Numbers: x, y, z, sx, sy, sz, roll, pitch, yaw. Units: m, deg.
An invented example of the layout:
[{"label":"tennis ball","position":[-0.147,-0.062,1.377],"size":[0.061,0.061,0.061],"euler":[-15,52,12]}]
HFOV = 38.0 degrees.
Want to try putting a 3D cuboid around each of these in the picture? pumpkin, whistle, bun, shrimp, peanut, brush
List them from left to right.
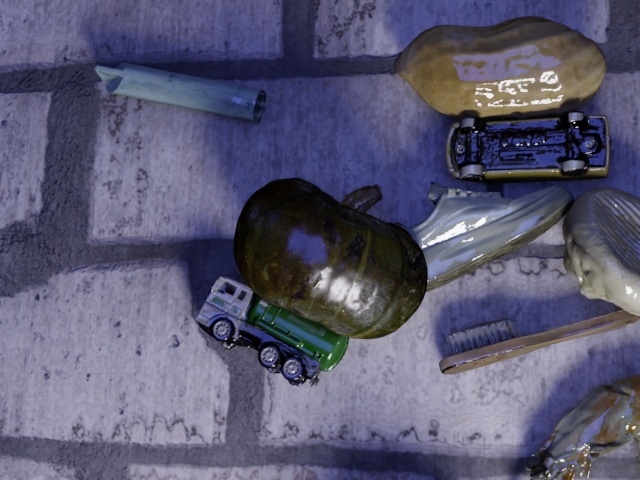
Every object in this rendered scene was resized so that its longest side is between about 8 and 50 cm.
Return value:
[{"label":"whistle","position":[-0.252,-0.267,1.653],"size":[0.312,0.062,0.062],"euler":[13,81,10]},{"label":"pumpkin","position":[0.000,0.000,1.437],"size":[0.324,0.232,0.242],"euler":[26,88,31]},{"label":"peanut","position":[0.290,-0.280,1.523],"size":[0.339,0.158,0.174],"euler":[-3,83,8]},{"label":"brush","position":[0.344,0.144,1.485],"size":[0.327,0.070,0.065],"euler":[-15,67,4]},{"label":"bun","position":[0.464,0.031,1.436],"size":[0.231,0.133,0.231],"euler":[13,47,-15]},{"label":"shrimp","position":[0.461,0.346,1.424],"size":[0.360,0.085,0.247],"euler":[-26,83,-1]}]

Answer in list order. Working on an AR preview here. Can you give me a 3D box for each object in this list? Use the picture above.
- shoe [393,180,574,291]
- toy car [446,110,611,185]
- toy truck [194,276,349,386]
[{"label":"shoe","position":[0.238,-0.038,1.505],"size":[0.316,0.124,0.159],"euler":[-29,74,5]},{"label":"toy car","position":[0.338,-0.142,1.510],"size":[0.256,0.124,0.101],"euler":[-1,80,17]},{"label":"toy truck","position":[-0.078,0.149,1.528],"size":[0.242,0.101,0.125],"euler":[26,79,10]}]
